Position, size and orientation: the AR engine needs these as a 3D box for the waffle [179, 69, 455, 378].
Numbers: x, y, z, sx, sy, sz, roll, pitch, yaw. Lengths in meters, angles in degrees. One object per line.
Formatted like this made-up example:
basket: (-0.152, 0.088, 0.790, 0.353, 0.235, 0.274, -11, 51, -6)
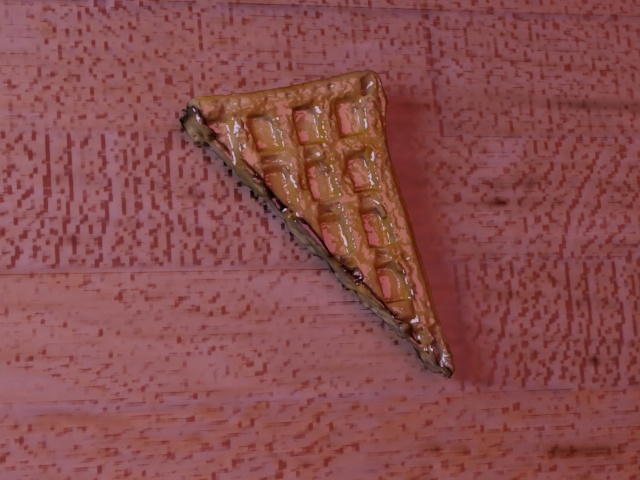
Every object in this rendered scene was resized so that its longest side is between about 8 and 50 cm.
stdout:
waffle: (0.000, 0.000, 0.809, 0.098, 0.023, 0.152, -13, 82, -19)
